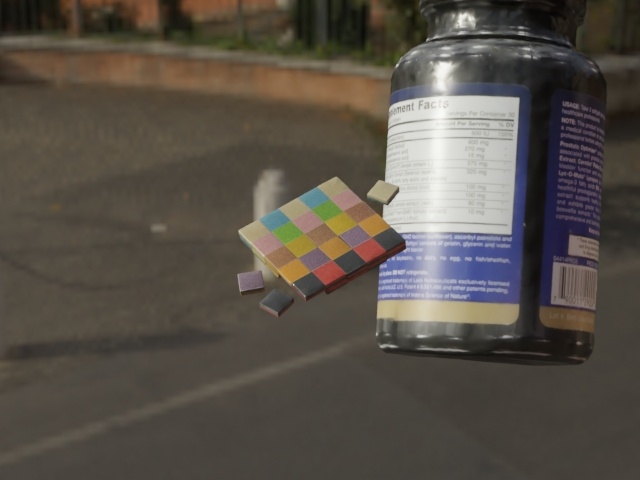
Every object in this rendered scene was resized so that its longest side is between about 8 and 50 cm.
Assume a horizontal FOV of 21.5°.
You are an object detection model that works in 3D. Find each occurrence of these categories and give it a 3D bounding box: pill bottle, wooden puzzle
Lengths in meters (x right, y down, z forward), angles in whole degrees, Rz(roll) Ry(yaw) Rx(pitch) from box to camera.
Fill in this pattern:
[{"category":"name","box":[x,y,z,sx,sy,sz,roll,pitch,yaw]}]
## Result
[{"category":"pill bottle","box":[0.097,-0.042,0.944,0.122,0.219,0.123,4,-5,0]},{"category":"wooden puzzle","box":[0.000,0.000,0.680,0.083,0.006,0.049,-29,48,-20]}]
